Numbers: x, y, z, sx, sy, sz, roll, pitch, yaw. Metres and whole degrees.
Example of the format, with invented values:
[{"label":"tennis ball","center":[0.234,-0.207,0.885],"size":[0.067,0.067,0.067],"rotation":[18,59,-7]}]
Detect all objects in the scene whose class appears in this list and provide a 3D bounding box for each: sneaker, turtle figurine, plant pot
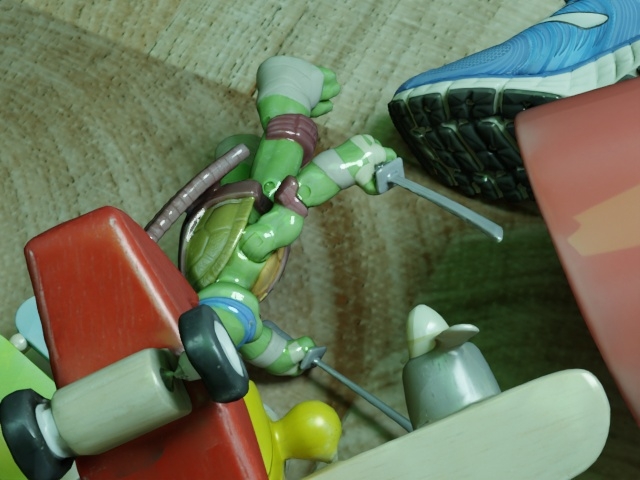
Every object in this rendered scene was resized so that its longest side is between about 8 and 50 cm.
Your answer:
[{"label":"sneaker","center":[0.212,-0.132,1.382],"size":[0.330,0.129,0.147],"rotation":[-10,40,26]},{"label":"turtle figurine","center":[0.000,0.000,1.307],"size":[0.275,0.198,0.266],"rotation":[-7,41,6]},{"label":"plant pot","center":[0.298,-0.015,1.195],"size":[0.243,0.275,0.275],"rotation":[-24,55,13]}]

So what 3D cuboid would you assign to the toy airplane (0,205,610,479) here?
[{"label":"toy airplane","center":[-0.048,0.194,1.124],"size":[0.386,0.384,0.272],"rotation":[18,14,-5]}]

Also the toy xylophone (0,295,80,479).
[{"label":"toy xylophone","center":[-0.281,0.145,1.288],"size":[0.236,0.081,0.322],"rotation":[30,63,22]}]
